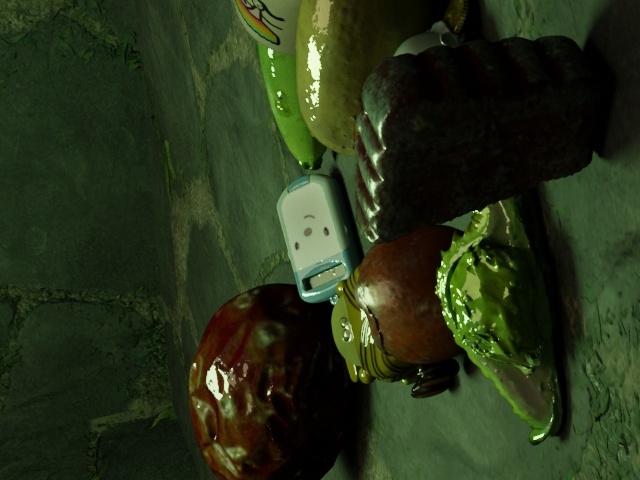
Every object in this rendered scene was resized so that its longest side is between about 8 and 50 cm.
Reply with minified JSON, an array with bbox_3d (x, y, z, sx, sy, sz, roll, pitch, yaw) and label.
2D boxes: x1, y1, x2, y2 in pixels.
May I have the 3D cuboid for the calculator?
[{"bbox_3d":[0.000,0.000,2.446,0.121,0.039,0.210,-24,74,36],"label":"calculator"}]

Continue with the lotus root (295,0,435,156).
[{"bbox_3d":[0.056,-0.246,1.890,0.342,0.169,0.151,93,158,-44],"label":"lotus root"}]

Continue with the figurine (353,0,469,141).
[{"bbox_3d":[0.127,-0.149,1.811,0.271,0.143,0.143,-60,28,13],"label":"figurine"}]

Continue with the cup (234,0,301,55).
[{"bbox_3d":[0.001,-0.333,2.069,0.253,0.191,0.200,42,161,8],"label":"cup"}]

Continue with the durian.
[{"bbox_3d":[0.194,0.057,1.732,0.132,0.107,0.375,-163,59,-68],"label":"durian"}]

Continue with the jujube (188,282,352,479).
[{"bbox_3d":[-0.080,0.250,2.623,0.276,0.276,0.376,-122,23,-54],"label":"jujube"}]

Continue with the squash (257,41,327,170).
[{"bbox_3d":[-0.034,-0.257,2.337,0.118,0.118,0.370,-123,25,-56],"label":"squash"}]

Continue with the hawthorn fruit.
[{"bbox_3d":[0.130,0.058,1.863,0.173,0.173,0.172,169,90,-76],"label":"hawthorn fruit"}]

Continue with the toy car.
[{"bbox_3d":[0.086,0.111,2.084,0.248,0.142,0.200,96,159,-72],"label":"toy car"}]

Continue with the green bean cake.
[{"bbox_3d":[0.148,-0.101,1.529,0.198,0.233,0.097,89,167,-46],"label":"green bean cake"}]
